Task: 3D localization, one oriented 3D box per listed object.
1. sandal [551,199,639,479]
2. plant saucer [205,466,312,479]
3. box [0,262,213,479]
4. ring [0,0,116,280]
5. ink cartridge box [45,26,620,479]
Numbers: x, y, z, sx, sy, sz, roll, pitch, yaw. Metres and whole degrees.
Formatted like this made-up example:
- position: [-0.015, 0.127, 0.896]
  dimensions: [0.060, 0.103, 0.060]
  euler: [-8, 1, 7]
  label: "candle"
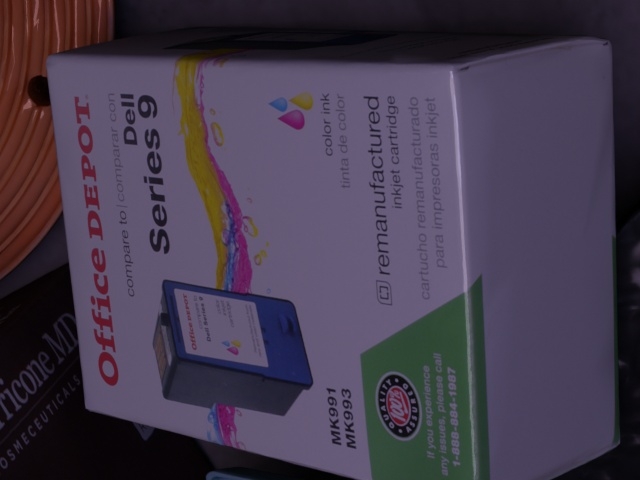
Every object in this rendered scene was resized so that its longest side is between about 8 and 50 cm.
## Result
- position: [0.148, 0.069, 0.669]
  dimensions: [0.167, 0.107, 0.446]
  euler: [44, 127, -3]
  label: "sandal"
- position: [0.044, 0.135, 0.679]
  dimensions: [0.192, 0.018, 0.067]
  euler: [7, 121, 22]
  label: "plant saucer"
- position: [-0.146, 0.153, 0.725]
  dimensions: [0.167, 0.168, 0.203]
  euler: [-27, 102, 21]
  label: "box"
- position: [-0.247, -0.114, 0.729]
  dimensions: [0.337, 0.032, 0.336]
  euler: [4, 110, 12]
  label: "ring"
- position: [0.000, 0.000, 0.623]
  dimensions: [0.212, 0.093, 0.154]
  euler: [9, 108, 44]
  label: "ink cartridge box"
